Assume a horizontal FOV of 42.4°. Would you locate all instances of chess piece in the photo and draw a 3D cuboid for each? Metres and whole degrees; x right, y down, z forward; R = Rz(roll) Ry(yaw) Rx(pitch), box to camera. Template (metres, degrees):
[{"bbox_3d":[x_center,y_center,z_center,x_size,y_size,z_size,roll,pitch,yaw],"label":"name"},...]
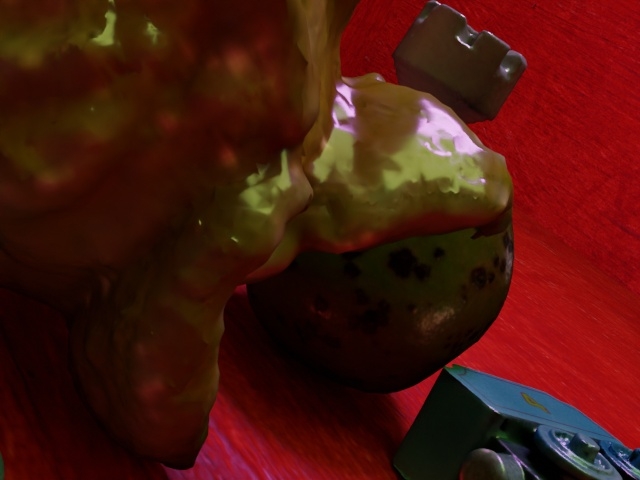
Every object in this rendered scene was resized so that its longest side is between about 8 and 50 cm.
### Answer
[{"bbox_3d":[0.079,-0.085,0.846,0.194,0.299,0.194,31,14,-9],"label":"chess piece"}]

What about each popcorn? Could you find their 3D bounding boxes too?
[{"bbox_3d":[-0.086,-0.053,0.426,0.321,0.326,0.290,3,-15,26],"label":"popcorn"}]

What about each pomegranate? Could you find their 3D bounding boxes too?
[{"bbox_3d":[0.006,0.010,0.640,0.285,0.231,0.231,-2,25,-13],"label":"pomegranate"}]

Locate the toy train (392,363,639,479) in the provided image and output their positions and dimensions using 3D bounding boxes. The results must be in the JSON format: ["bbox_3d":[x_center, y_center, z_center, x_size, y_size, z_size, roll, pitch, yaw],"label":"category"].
[{"bbox_3d":[0.154,0.167,0.592,0.197,0.107,0.154,21,11,-37],"label":"toy train"}]

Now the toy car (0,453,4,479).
[{"bbox_3d":[-0.155,0.092,0.262,0.126,0.098,0.162,87,-21,-81],"label":"toy car"}]
